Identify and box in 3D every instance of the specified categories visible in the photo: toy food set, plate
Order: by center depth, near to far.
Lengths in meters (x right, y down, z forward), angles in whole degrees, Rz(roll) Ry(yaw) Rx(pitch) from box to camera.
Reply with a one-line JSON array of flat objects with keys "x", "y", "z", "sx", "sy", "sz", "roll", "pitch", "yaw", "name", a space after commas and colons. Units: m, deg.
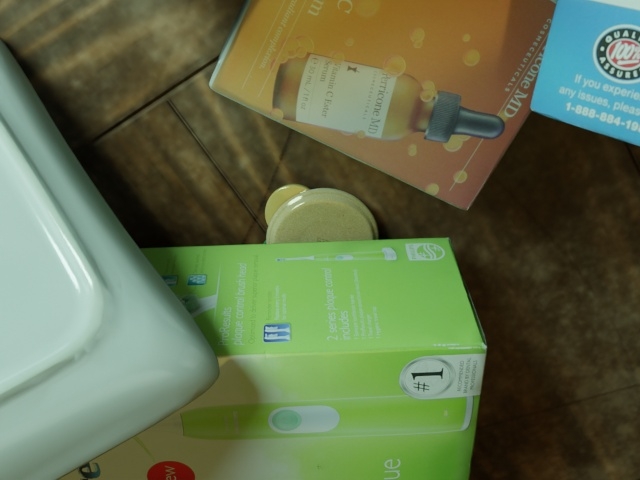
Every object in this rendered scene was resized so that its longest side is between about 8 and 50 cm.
[{"x": -0.233, "y": 0.018, "z": 0.363, "sx": 0.278, "sy": 0.277, "sz": 0.045, "roll": -28, "pitch": 161, "yaw": -26, "name": "plate"}, {"x": 0.000, "y": 0.000, "z": 0.540, "sx": 0.083, "sy": 0.020, "sz": 0.082, "roll": 2, "pitch": 115, "yaw": -4, "name": "toy food set"}]

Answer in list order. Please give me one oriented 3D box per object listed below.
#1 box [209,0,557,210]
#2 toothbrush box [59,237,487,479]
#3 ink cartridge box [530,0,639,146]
[{"x": 0.040, "y": -0.119, "z": 0.448, "sx": 0.171, "sy": 0.091, "sz": 0.130, "roll": 24, "pitch": 111, "yaw": -13, "name": "box"}, {"x": -0.044, "y": 0.117, "z": 0.525, "sx": 0.284, "sy": 0.122, "sz": 0.206, "roll": -1, "pitch": 123, "yaw": -1, "name": "toothbrush box"}, {"x": 0.257, "y": -0.170, "z": 0.338, "sx": 0.197, "sy": 0.198, "sz": 0.269, "roll": -16, "pitch": 123, "yaw": -42, "name": "ink cartridge box"}]
